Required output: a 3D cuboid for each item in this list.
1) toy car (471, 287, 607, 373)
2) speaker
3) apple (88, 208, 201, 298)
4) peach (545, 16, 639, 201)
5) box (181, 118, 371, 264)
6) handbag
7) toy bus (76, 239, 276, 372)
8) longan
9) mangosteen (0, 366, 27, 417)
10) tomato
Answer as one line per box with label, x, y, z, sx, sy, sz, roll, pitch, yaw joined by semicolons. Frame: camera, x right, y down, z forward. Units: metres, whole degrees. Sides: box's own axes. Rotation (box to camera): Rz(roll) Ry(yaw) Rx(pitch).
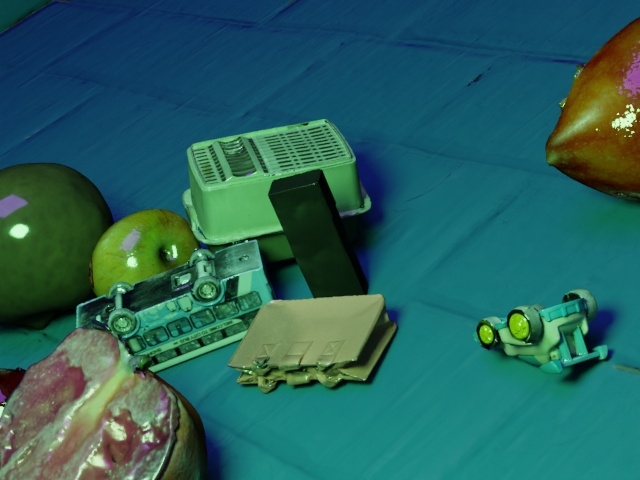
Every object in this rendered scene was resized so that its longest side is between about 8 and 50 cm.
toy car;0.277;0.130;1.658;0.126;0.098;0.161;-10;-11;-36
speaker;0.000;0.000;1.900;0.082;0.218;0.044;-14;32;17
apple;-0.284;0.040;2.074;0.155;0.182;0.182;-23;19;52
peach;0.501;-0.181;1.815;0.361;0.258;0.201;-28;24;-15
box;-0.075;-0.074;2.077;0.290;0.166;0.220;-12;28;-9
handbag;-0.011;0.146;1.831;0.212;0.059;0.157;-5;33;29
toy bus;-0.214;0.108;1.957;0.297;0.131;0.106;-22;31;3
longan;-0.492;0.009;2.168;0.297;0.297;0.297;-17;30;10
mangosteen;-0.448;0.278;1.819;0.199;0.200;0.200;-17;30;10
tomato;-0.283;0.290;1.667;0.290;0.176;0.335;-49;47;-9
